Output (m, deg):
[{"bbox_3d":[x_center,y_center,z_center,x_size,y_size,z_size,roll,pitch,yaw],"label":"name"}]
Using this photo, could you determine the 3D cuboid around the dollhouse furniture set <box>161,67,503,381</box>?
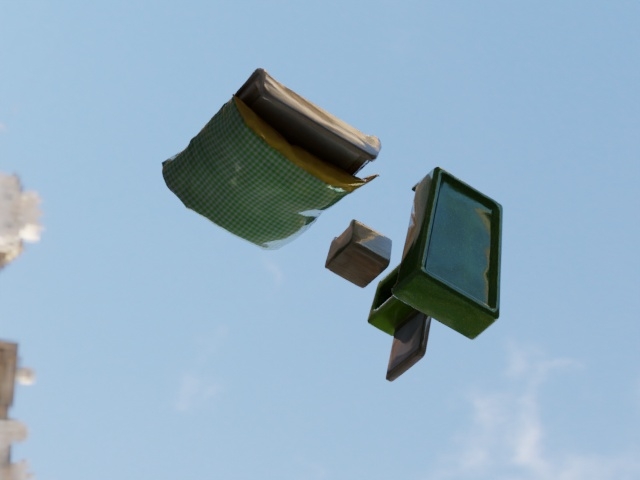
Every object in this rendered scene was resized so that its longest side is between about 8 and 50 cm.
[{"bbox_3d":[0.000,0.000,1.436,0.197,0.301,0.151,-44,-156,42],"label":"dollhouse furniture set"}]
